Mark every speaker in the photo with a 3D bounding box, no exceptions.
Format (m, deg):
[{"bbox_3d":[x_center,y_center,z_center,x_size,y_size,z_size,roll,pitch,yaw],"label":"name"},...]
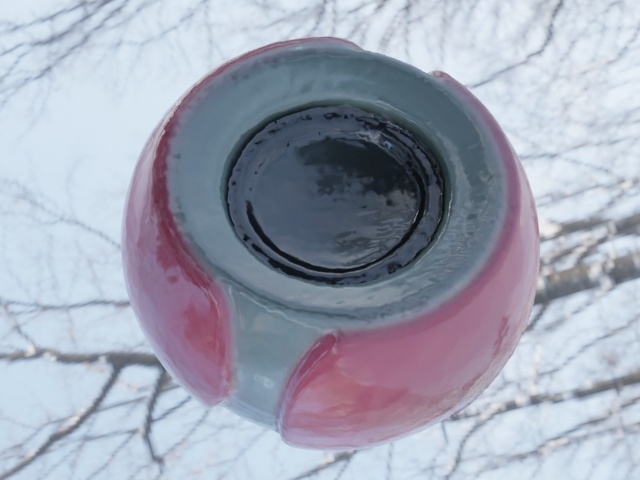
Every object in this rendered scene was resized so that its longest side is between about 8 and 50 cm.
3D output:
[{"bbox_3d":[0.000,0.000,0.944,0.294,0.294,0.294,33,-133,-45],"label":"speaker"}]
